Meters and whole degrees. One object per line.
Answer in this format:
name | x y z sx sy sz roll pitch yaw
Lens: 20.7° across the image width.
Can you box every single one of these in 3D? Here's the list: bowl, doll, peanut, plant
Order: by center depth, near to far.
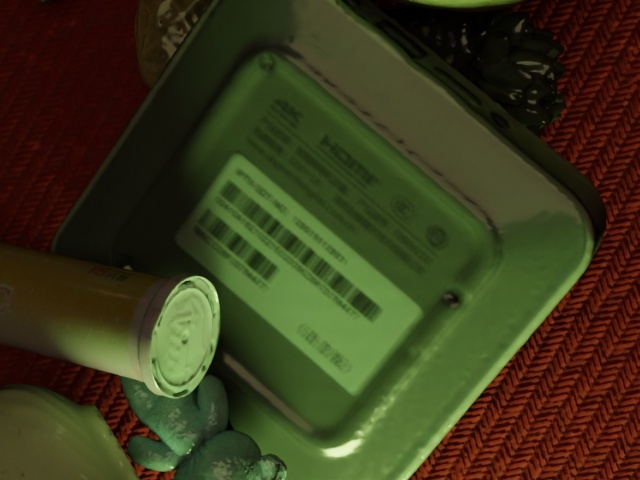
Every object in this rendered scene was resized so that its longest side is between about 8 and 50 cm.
bowl | -0.230 0.239 1.562 0.145 0.277 0.277 -28 84 -10
doll | -0.112 0.175 1.569 0.120 0.075 0.179 -38 69 14
plant | 0.124 -0.155 1.588 0.194 0.129 0.132 0 113 16
peanut | -0.115 -0.227 1.653 0.093 0.083 0.194 26 91 7

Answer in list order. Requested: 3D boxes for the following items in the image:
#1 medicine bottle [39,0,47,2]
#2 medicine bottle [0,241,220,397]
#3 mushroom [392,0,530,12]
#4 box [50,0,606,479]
medicine bottle | -0.215 -0.332 1.671 0.121 0.083 0.229 40 91 14
medicine bottle | -0.296 0.043 1.587 0.426 0.108 0.108 12 89 28
mushroom | 0.121 -0.349 1.511 0.352 0.260 0.352 0 44 0
box | -0.001 0.000 1.556 0.396 0.111 0.396 39 114 7
